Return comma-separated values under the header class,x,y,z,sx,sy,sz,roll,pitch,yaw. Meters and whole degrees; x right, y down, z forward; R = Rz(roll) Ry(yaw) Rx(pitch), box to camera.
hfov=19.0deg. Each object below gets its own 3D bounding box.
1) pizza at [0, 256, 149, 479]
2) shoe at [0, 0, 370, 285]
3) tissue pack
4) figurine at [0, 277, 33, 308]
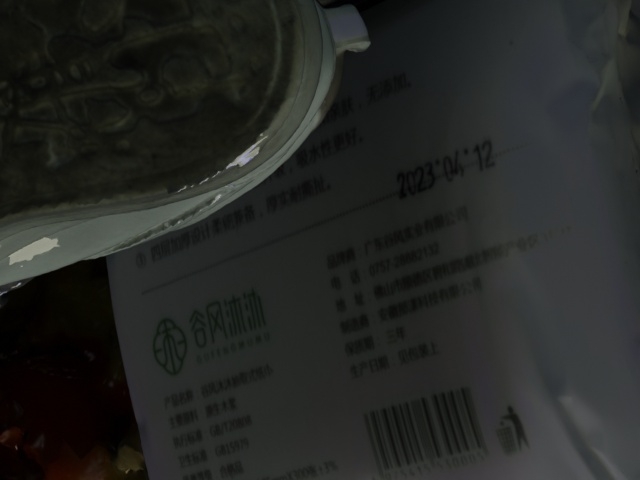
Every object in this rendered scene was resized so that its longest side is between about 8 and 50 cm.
class,x,y,z,sx,sy,sz,roll,pitch,yaw
pizza,-0.163,0.178,1.192,0.130,0.406,0.440,8,153,-40
shoe,-0.115,-0.040,0.751,0.316,0.124,0.159,-16,179,27
tissue pack,0.070,0.022,0.931,0.194,0.266,0.356,-6,171,-42
figurine,-0.318,0.078,1.114,0.342,0.167,0.285,-48,-177,-9
